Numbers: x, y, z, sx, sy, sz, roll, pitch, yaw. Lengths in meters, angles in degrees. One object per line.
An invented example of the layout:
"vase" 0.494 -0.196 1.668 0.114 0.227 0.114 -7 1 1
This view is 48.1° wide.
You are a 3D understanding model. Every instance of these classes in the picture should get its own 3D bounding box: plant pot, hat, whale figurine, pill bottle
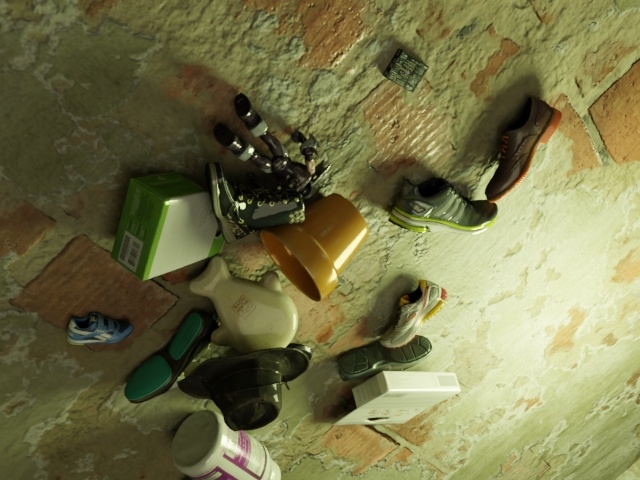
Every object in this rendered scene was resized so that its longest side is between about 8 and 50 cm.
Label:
"plant pot" 0.000 0.000 1.605 0.188 0.205 0.205 -40 131 -17
"hat" -0.167 0.363 1.658 0.331 0.134 0.331 -11 154 -6
"whale figurine" -0.181 0.151 1.667 0.272 0.141 0.216 41 85 -16
"pill bottle" -0.238 0.580 1.885 0.169 0.169 0.301 -39 129 3

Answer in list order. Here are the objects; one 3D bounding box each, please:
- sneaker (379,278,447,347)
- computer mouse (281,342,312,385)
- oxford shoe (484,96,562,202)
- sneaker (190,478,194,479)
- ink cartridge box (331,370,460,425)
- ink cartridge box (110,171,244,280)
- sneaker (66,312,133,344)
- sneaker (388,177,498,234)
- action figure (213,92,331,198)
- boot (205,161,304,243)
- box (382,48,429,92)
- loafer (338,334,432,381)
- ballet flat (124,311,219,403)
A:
"sneaker" 0.233 0.193 1.920 0.092 0.088 0.225 36 103 -17
"computer mouse" -0.154 0.328 1.830 0.184 0.060 0.262 18 124 -38
"oxford shoe" 0.468 -0.221 1.745 0.098 0.097 0.271 30 97 -17
"sneaker" -0.302 0.740 2.026 0.091 0.094 0.258 -28 127 18
"ink cartridge box" 0.211 0.455 2.067 0.296 0.066 0.261 10 144 -37
"ink cartridge box" -0.293 -0.042 1.498 0.255 0.097 0.189 -21 138 -57
"sneaker" -0.484 0.192 1.579 0.144 0.053 0.059 -4 121 -25
"sneaker" 0.314 -0.088 1.744 0.299 0.111 0.121 -2 118 -27
"action figure" -0.095 -0.171 1.500 0.185 0.099 0.285 -47 133 0
"boot" -0.128 -0.090 1.431 0.178 0.085 0.236 -13 148 -4
"box" 0.185 -0.365 1.548 0.083 0.018 0.067 19 112 -34
"loafer" 0.176 0.328 1.980 0.267 0.096 0.084 -13 146 -9
"ballet flat" -0.338 0.289 1.693 0.280 0.095 0.096 -45 141 8
